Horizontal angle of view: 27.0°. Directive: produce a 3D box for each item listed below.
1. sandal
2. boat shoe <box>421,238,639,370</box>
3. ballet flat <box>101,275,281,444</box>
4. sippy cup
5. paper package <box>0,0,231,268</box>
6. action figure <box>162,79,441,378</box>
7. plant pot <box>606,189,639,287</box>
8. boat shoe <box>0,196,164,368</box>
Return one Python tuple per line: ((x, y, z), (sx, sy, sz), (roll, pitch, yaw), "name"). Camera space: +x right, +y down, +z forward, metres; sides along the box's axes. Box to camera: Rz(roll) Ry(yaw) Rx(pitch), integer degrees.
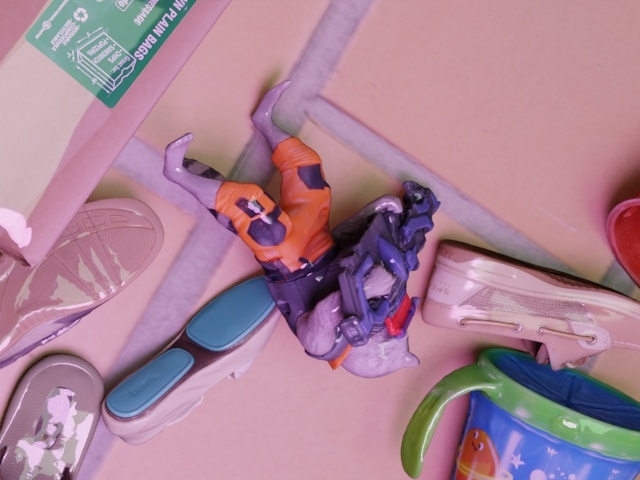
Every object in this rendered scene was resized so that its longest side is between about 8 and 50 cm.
((-0.301, 0.265, 1.373), (0.120, 0.086, 0.302), (14, 91, -24), "sandal")
((0.281, 0.095, 1.588), (0.341, 0.121, 0.110), (17, 95, -14), "boat shoe")
((-0.128, 0.133, 1.439), (0.248, 0.086, 0.086), (-36, 109, -20), "ballet flat")
((0.253, 0.272, 1.548), (0.305, 0.240, 0.224), (23, 100, 14), "sippy cup")
((-0.258, -0.158, 1.215), (0.168, 0.309, 0.325), (39, 80, -23), "paper package")
((0.000, 0.000, 1.427), (0.178, 0.341, 0.330), (-31, 93, 27), "action figure")
((0.532, -0.050, 1.604), (0.272, 0.272, 0.265), (47, 71, -21), "plant pot")
((-0.288, 0.053, 1.350), (0.285, 0.092, 0.103), (-37, 90, -12), "boat shoe")
